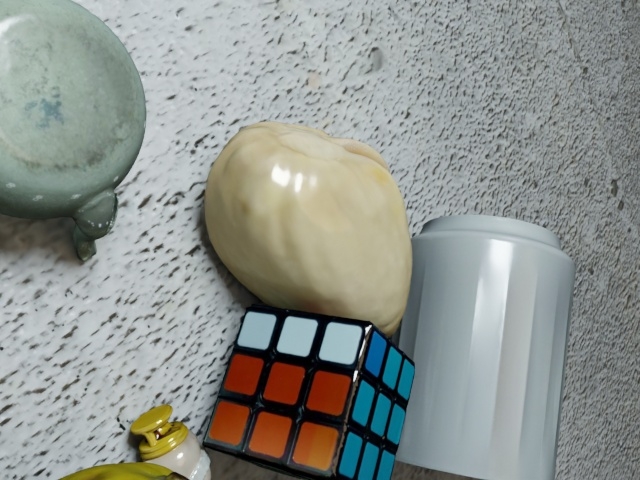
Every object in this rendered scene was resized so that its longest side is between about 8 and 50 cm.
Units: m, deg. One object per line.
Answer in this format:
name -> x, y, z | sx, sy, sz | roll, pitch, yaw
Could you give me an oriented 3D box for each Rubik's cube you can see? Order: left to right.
Rubik's cube -> -0.006, 0.177, 0.758 | 0.162, 0.163, 0.161 | 44, 56, -53

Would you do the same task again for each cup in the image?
cup -> 0.225, 0.160, 0.984 | 0.323, 0.236, 0.327 | 47, 51, -67

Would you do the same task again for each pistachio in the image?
pistachio -> 0.000, 0.000, 0.799 | 0.318, 0.213, 0.194 | 59, 8, -32

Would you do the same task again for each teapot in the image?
teapot -> -0.251, -0.115, 0.600 | 0.193, 0.129, 0.295 | -40, 112, -38

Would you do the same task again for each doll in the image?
doll -> -0.154, 0.237, 0.707 | 0.084, 0.073, 0.127 | -26, 102, -8

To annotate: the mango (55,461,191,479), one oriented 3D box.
mango -> -0.222, 0.367, 0.500 | 0.445, 0.220, 0.302 | -50, 149, -35
